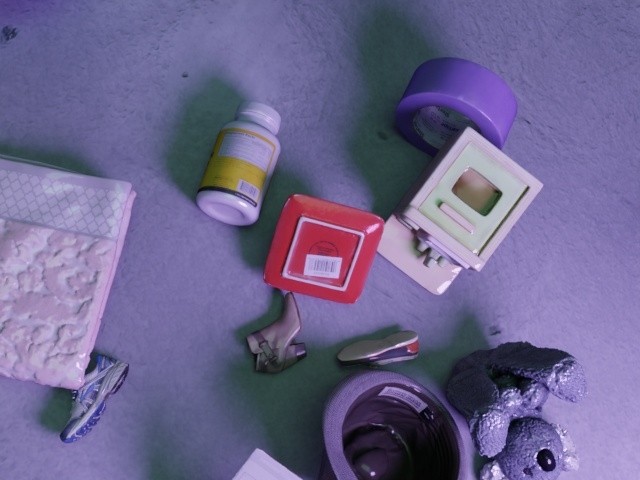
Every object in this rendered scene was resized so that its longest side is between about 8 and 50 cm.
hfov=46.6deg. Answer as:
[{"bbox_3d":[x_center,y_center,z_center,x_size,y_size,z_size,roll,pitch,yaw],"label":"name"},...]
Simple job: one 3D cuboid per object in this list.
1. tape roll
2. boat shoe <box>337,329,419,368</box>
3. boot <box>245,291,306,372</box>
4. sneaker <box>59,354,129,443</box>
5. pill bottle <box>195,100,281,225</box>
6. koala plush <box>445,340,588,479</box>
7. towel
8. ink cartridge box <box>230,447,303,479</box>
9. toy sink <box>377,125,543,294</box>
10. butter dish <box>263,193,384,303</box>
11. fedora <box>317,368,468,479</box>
[{"bbox_3d":[0.228,-0.214,1.251,0.189,0.189,0.080,28,69,-5],"label":"tape roll"},{"bbox_3d":[0.093,0.180,1.171,0.137,0.049,0.043,-13,116,-18],"label":"boat shoe"},{"bbox_3d":[-0.072,0.143,1.141,0.087,0.042,0.118,-10,75,-15],"label":"boot"},{"bbox_3d":[-0.330,0.222,1.050,0.058,0.052,0.135,28,60,6],"label":"sneaker"},{"bbox_3d":[-0.123,-0.124,1.178,0.103,0.103,0.184,19,69,-8],"label":"pill bottle"},{"bbox_3d":[0.306,0.288,1.141,0.196,0.203,0.221,-28,103,-12],"label":"koala plush"},{"bbox_3d":[-0.460,0.026,1.054,0.332,0.053,0.316,12,70,-3],"label":"towel"},{"bbox_3d":[-0.063,0.389,0.983,0.189,0.066,0.232,35,108,-1],"label":"ink cartridge box"},{"bbox_3d":[0.210,-0.039,1.179,0.153,0.131,0.234,38,90,-3],"label":"toy sink"},{"bbox_3d":[0.000,0.000,1.170,0.160,0.118,0.159,14,110,-12],"label":"butter dish"},{"bbox_3d":[0.081,0.314,1.052,0.243,0.124,0.275,48,37,6],"label":"fedora"}]
